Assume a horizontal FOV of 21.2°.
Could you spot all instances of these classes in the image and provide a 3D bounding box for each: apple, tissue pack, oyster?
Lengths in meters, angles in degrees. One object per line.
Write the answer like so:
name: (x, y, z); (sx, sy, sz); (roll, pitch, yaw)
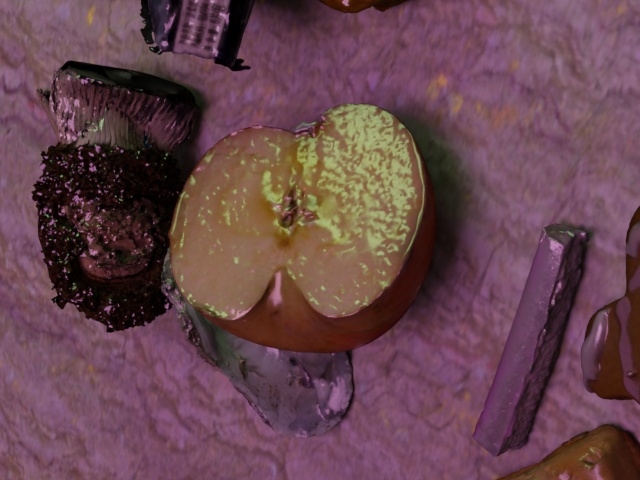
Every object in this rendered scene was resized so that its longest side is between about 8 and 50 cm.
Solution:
apple: (0.000, 0.000, 1.852); (0.292, 0.163, 0.251); (-1, 67, 23)
tissue pack: (-0.097, -0.393, 1.817); (0.259, 0.122, 0.361); (-105, 28, -60)
oyster: (-0.078, 0.113, 1.970); (0.252, 0.087, 0.199); (15, 104, 8)

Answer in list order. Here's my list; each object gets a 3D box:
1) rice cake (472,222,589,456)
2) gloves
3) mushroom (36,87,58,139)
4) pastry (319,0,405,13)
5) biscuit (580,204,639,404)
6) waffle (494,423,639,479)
rice cake: (0.217, 0.103, 1.777); (0.055, 0.049, 0.270); (40, 124, 42)
gloves: (-0.240, -0.048, 2.024); (0.135, 0.210, 0.312); (8, 86, 51)
mushroom: (-0.320, -0.113, 2.173); (0.060, 0.061, 0.187); (-29, 70, 34)
pastry: (0.052, -0.328, 1.783); (0.188, 0.103, 0.189); (10, 105, 38)
biscuit: (0.387, 0.141, 1.538); (0.432, 0.064, 0.283); (51, 135, 43)
waffle: (0.261, 0.397, 1.788); (0.304, 0.077, 0.348); (-30, 81, 38)
